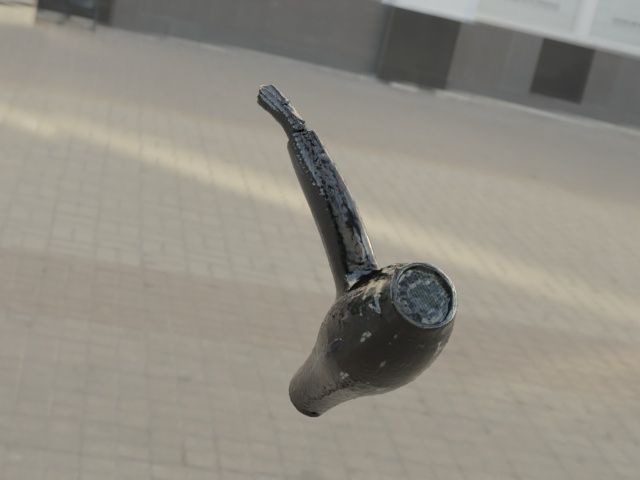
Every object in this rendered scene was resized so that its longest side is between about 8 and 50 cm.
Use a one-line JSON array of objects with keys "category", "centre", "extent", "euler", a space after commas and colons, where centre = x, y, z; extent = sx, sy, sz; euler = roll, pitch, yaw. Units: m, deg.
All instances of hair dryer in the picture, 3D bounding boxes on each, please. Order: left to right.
[{"category": "hair dryer", "centre": [0.000, 0.000, 0.775], "extent": [0.075, 0.219, 0.195], "euler": [-14, -16, -27]}]
